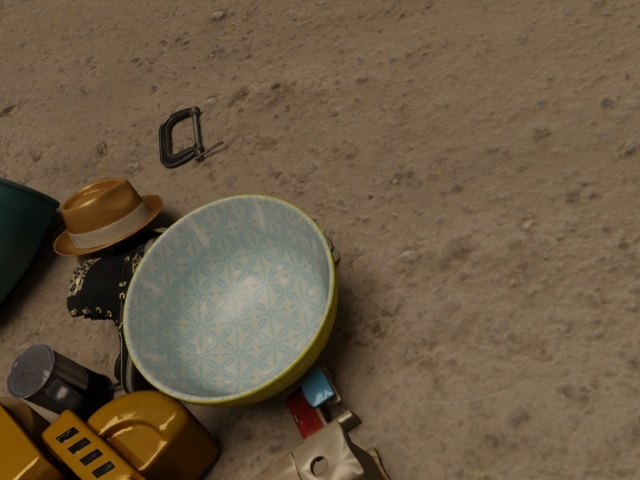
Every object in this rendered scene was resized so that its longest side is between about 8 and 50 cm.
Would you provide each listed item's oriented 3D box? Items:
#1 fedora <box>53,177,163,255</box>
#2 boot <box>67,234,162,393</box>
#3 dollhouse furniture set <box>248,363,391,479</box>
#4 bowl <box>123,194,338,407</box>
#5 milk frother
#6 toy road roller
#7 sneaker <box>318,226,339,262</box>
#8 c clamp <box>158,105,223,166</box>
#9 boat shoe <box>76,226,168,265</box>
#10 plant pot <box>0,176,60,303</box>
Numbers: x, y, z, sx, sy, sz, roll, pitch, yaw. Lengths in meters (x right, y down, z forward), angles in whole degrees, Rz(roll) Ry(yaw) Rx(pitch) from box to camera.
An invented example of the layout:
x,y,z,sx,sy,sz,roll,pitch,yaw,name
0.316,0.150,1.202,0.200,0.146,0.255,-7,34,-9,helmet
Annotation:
x,y,z,sx,sy,sz,roll,pitch,yaw,name
-0.363,-0.050,1.092,0.194,0.079,0.194,-15,28,8,fedora
-0.296,0.117,0.973,0.179,0.085,0.236,-11,64,29,boot
-0.021,0.243,0.778,0.129,0.129,0.183,-35,51,3,dollhouse furniture set
-0.098,0.098,0.887,0.290,0.156,0.289,-9,58,14,bowl
-0.357,0.192,0.980,0.129,0.134,0.143,4,62,28,milk frother
-0.288,0.289,0.849,0.330,0.202,0.240,28,63,32,toy road roller
0.000,0.000,0.986,0.032,0.037,0.083,-40,49,1,sneaker
-0.254,-0.202,1.261,0.137,0.022,0.160,-30,52,13,c clamp
-0.307,0.015,1.099,0.285,0.089,0.104,-2,59,26,boat shoe
-0.648,0.010,1.183,0.272,0.272,0.255,9,79,31,plant pot
